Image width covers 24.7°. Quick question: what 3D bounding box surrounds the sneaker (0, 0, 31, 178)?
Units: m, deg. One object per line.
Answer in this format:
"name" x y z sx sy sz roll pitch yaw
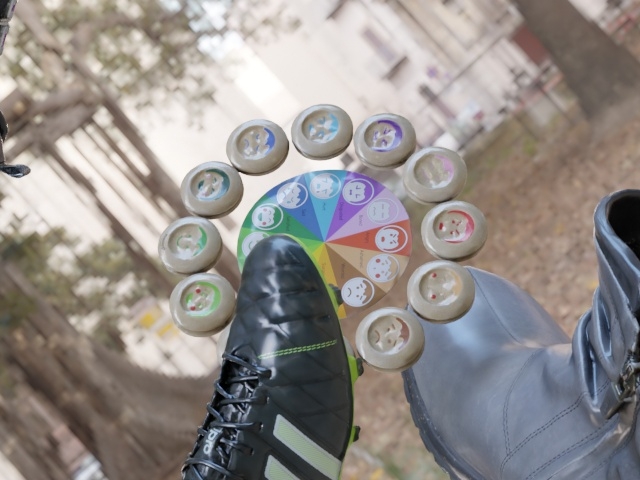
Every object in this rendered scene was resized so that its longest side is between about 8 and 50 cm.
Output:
"sneaker" -0.112 -0.052 0.479 0.098 0.069 0.038 -39 -8 28

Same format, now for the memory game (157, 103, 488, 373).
"memory game" 0.000 0.000 0.806 0.186 0.186 0.012 -42 -28 -17

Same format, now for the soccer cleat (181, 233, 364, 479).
"soccer cleat" -0.025 0.087 0.575 0.072 0.178 0.060 -6 13 -33

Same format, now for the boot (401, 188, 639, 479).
"boot" 0.140 0.061 0.734 0.118 0.338 0.222 -8 -53 -17
